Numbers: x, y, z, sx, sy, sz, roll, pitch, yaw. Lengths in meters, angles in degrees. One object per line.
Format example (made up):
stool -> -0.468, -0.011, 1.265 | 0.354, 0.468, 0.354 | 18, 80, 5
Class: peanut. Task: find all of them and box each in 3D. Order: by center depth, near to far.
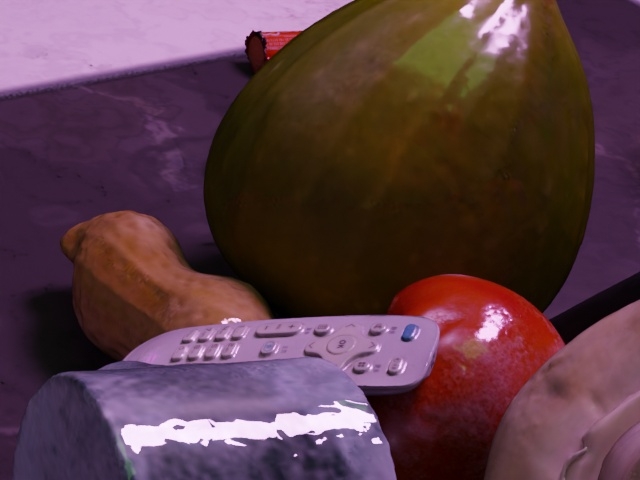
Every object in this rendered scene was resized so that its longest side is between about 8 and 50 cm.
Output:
peanut -> -0.110, 0.057, 1.332 | 0.117, 0.101, 0.263 | 4, 23, -45

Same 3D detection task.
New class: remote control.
remote control -> -0.033, 0.086, 1.177 | 0.229, 0.044, 0.073 | -4, 31, 23

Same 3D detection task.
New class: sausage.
sausage -> -0.005, -0.198, 1.872 | 0.145, 0.050, 0.048 | -5, 37, -28

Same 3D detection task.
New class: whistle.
whistle -> -0.053, 0.229, 1.012 | 0.168, 0.188, 0.405 | -1, 63, -29

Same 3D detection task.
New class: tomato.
tomato -> 0.093, 0.118, 1.213 | 0.151, 0.187, 0.187 | 21, 30, 15

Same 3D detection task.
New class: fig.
fig -> 0.075, -0.067, 1.391 | 0.316, 0.316, 0.316 | 8, 29, -4

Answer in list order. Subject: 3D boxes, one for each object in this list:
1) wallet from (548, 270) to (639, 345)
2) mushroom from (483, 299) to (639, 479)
wallet -> 0.257, 0.056, 1.250 | 0.197, 0.377, 0.051 | 0, 73, -20
mushroom -> 0.252, 0.171, 1.004 | 0.315, 0.315, 0.356 | -4, -5, -24
